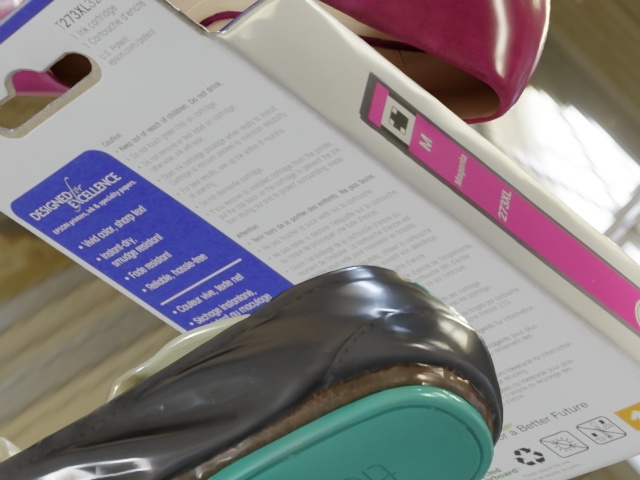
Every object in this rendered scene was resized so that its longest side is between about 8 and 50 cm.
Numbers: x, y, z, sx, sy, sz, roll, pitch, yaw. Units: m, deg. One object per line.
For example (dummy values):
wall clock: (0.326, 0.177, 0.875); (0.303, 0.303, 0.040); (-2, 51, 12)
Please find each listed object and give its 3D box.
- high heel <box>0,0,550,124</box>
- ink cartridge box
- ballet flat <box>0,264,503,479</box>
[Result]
high heel: (-0.069, -0.107, 0.886); (0.377, 0.181, 0.127); (-13, -49, 19)
ink cartridge box: (0.000, 0.000, 0.776); (0.175, 0.371, 0.069); (-28, 38, 43)
ballet flat: (-0.052, 0.066, 0.397); (0.203, 0.074, 0.074); (-30, -13, 10)
